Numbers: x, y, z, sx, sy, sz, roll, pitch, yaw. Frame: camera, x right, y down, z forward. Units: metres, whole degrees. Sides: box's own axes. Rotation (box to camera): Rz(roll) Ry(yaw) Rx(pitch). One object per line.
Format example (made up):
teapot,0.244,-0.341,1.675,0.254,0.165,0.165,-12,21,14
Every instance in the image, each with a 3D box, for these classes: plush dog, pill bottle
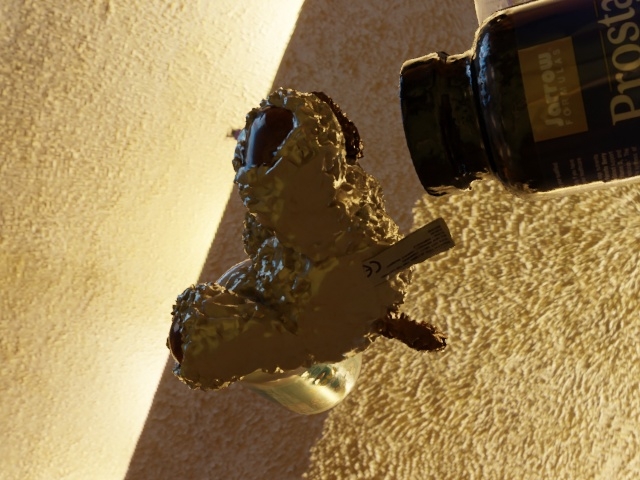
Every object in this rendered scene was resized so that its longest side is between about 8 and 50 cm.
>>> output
plush dog,0.000,0.000,0.594,0.210,0.225,0.262,19,-66,-13
pill bottle,-0.033,0.131,0.828,0.146,0.264,0.146,-6,-115,14
pill bottle,0.166,-0.091,0.403,0.219,0.123,0.123,-11,-94,23

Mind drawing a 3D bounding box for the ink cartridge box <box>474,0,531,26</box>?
ink cartridge box,0.264,-0.256,0.818,0.072,0.303,0.307,-18,-74,1
